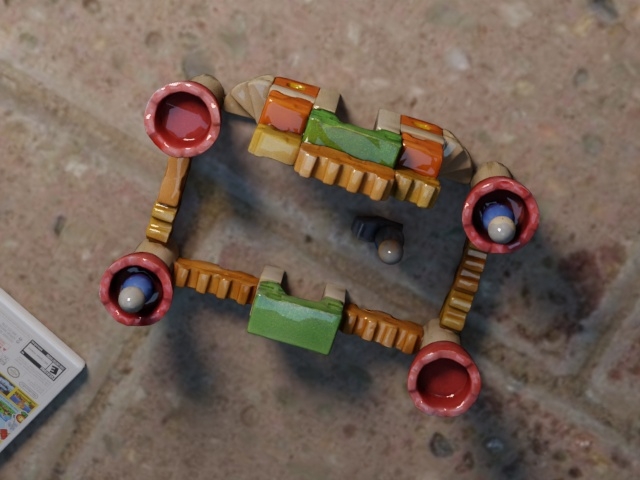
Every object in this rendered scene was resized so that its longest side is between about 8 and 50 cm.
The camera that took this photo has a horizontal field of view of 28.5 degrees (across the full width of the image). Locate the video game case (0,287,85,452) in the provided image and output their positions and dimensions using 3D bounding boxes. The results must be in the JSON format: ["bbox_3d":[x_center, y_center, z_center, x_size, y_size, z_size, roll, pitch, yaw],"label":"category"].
[{"bbox_3d":[-0.454,0.154,1.626,0.227,0.026,0.206,43,105,-11],"label":"video game case"}]

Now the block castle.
[{"bbox_3d":[0.000,0.000,1.451,0.453,0.213,0.303,17,108,-2],"label":"block castle"}]
